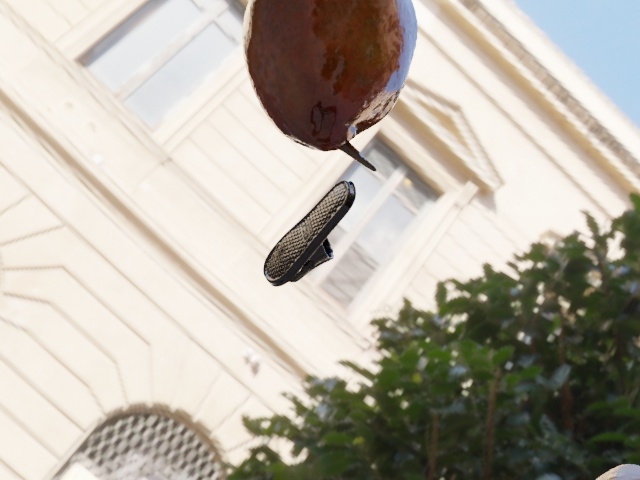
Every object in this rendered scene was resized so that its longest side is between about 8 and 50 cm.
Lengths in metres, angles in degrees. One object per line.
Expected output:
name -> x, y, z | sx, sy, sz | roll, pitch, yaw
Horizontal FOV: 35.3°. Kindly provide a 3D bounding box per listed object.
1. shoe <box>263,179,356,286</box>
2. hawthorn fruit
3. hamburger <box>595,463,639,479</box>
shoe -> 0.000, 0.000, 1.109 | 0.053, 0.062, 0.159 | 22, -56, -31
hawthorn fruit -> 0.014, -0.204, 1.175 | 0.210, 0.210, 0.262 | -21, -108, 51
hamburger -> 0.292, 0.154, 0.526 | 0.237, 0.276, 0.276 | 40, -35, 6
